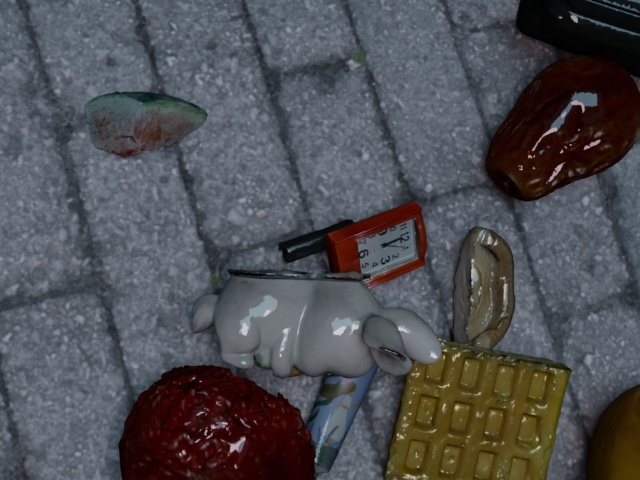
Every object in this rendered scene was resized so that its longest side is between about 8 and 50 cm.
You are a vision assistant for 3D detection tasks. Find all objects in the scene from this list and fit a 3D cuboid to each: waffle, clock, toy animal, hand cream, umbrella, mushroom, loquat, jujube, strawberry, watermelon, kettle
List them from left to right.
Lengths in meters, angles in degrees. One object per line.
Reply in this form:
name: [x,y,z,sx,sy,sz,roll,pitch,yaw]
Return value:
watermelon: [-0.260,-0.183,1.361,0.180,0.081,0.094,-14,108,-8]
strawberry: [-0.139,0.273,1.223,0.274,0.274,0.220,6,42,-10]
toy animal: [-0.007,0.119,1.262,0.325,0.208,0.154,4,93,26]
umbrella: [0.000,0.002,1.385,0.133,0.031,0.036,-19,118,-14]
hand cream: [0.023,0.239,1.341,0.088,0.055,0.256,24,69,0]
clock: [0.085,0.008,1.370,0.155,0.061,0.113,-20,128,-15]
waffle: [0.231,0.268,1.341,0.248,0.055,0.221,12,95,-8]
mushroom: [0.254,0.083,1.395,0.094,0.072,0.210,1,91,-14]
jujube: [0.381,-0.172,1.418,0.255,0.190,0.190,-43,90,-6]
kettle: [0.486,-0.350,1.450,0.308,0.203,0.262,16,62,-5]
loquat: [0.525,0.349,1.310,0.276,0.276,0.284,22,80,-6]
